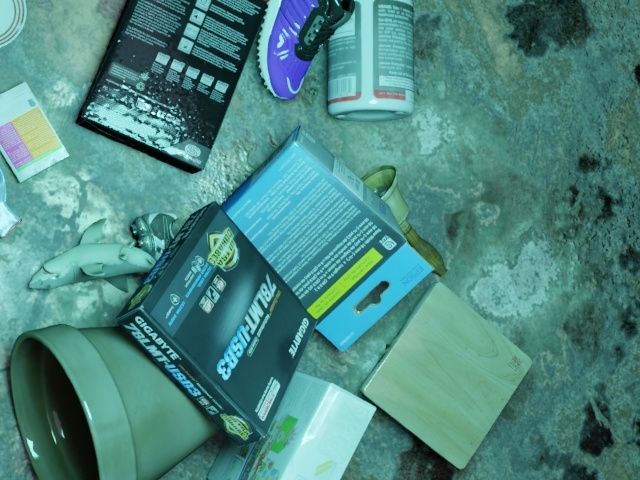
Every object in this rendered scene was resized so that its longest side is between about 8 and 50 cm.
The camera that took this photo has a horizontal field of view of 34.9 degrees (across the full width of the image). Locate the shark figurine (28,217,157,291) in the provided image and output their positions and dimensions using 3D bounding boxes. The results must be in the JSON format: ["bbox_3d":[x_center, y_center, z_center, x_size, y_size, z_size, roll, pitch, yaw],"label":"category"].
[{"bbox_3d":[-0.331,0.061,1.731,0.116,0.278,0.166,77,30,-42],"label":"shark figurine"}]

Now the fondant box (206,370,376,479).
[{"bbox_3d":[-0.059,0.343,1.713,0.096,0.330,0.238,31,79,-16],"label":"fondant box"}]

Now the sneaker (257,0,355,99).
[{"bbox_3d":[-0.017,-0.387,1.800,0.102,0.146,0.293,-15,117,-60],"label":"sneaker"}]

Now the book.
[{"bbox_3d":[-0.504,-0.182,1.726,0.096,0.035,0.144,-31,98,-15],"label":"book"}]

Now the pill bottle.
[{"bbox_3d":[0.092,-0.370,1.878,0.161,0.161,0.283,1,88,-20],"label":"pill bottle"}]

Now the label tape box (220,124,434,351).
[{"bbox_3d":[0.000,0.000,1.809,0.334,0.106,0.240,42,109,-14],"label":"label tape box"}]

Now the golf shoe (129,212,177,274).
[{"bbox_3d":[-0.262,0.044,1.783,0.094,0.077,0.198,-18,96,-20],"label":"golf shoe"}]

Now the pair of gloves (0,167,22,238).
[{"bbox_3d":[-0.597,-0.046,1.693,0.198,0.023,0.159,-42,102,-15],"label":"pair of gloves"}]

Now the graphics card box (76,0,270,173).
[{"bbox_3d":[-0.250,-0.328,1.789,0.233,0.094,0.371,23,80,-19],"label":"graphics card box"}]

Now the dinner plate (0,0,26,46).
[{"bbox_3d":[-0.569,-0.390,1.716,0.141,0.017,0.141,0,89,-21],"label":"dinner plate"}]

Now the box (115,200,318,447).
[{"bbox_3d":[-0.154,0.131,1.659,0.293,0.073,0.295,49,37,-17],"label":"box"}]

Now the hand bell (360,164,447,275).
[{"bbox_3d":[0.166,-0.016,1.938,0.242,0.126,0.126,46,74,-25],"label":"hand bell"}]

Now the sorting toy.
[{"bbox_3d":[0.229,0.255,1.947,0.257,0.089,0.255,40,76,-15],"label":"sorting toy"}]

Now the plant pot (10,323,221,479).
[{"bbox_3d":[-0.310,0.263,1.662,0.280,0.323,0.323,-18,95,-36],"label":"plant pot"}]
